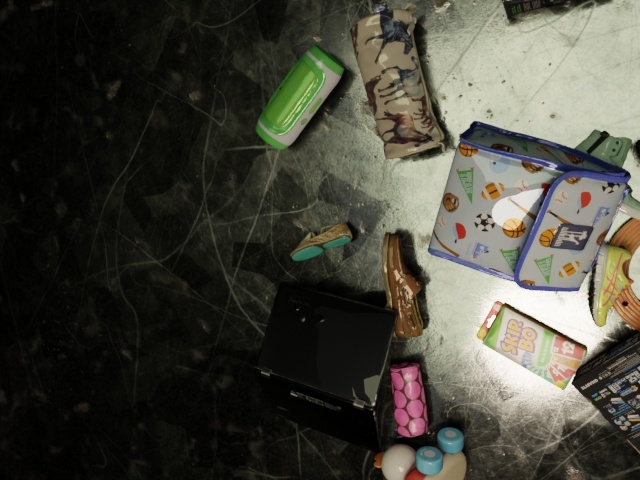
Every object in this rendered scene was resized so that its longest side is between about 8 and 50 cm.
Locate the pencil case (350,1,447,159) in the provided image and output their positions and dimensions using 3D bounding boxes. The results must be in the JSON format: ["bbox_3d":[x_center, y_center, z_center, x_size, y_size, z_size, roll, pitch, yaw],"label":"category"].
[{"bbox_3d":[0.211,-0.412,1.540,0.183,0.160,0.410,-16,89,38],"label":"pencil case"}]

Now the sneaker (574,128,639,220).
[{"bbox_3d":[0.721,-0.161,1.382,0.256,0.094,0.151,44,110,22],"label":"sneaker"}]

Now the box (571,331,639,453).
[{"bbox_3d":[0.816,0.369,1.373,0.293,0.073,0.295,45,132,10],"label":"box"}]

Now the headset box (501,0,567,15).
[{"bbox_3d":[0.550,-0.705,1.384,0.283,0.131,0.246,-5,93,23],"label":"headset box"}]

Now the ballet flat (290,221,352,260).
[{"bbox_3d":[0.000,0.000,1.730,0.206,0.073,0.067,-20,61,20],"label":"ballet flat"}]

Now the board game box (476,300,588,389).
[{"bbox_3d":[0.557,0.276,1.541,0.259,0.039,0.124,30,105,20],"label":"board game box"}]

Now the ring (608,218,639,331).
[{"bbox_3d":[0.865,0.079,1.394,0.336,0.032,0.337,2,96,23],"label":"ring"}]

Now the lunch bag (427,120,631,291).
[{"bbox_3d":[0.492,-0.073,1.396,0.385,0.239,0.328,21,121,16],"label":"lunch bag"}]

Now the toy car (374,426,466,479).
[{"bbox_3d":[0.266,0.633,1.632,0.238,0.210,0.219,13,114,41],"label":"toy car"}]

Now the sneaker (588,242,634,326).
[{"bbox_3d":[0.708,0.113,1.405,0.094,0.081,0.209,6,100,16],"label":"sneaker"}]

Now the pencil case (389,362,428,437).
[{"bbox_3d":[0.248,0.454,1.658,0.098,0.095,0.209,-3,93,50],"label":"pencil case"}]

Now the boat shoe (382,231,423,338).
[{"bbox_3d":[0.235,0.124,1.624,0.104,0.111,0.307,-2,105,19],"label":"boat shoe"}]

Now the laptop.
[{"bbox_3d":[0.029,0.380,1.724,0.382,0.236,0.408,13,138,25],"label":"laptop"}]

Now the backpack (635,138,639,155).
[{"bbox_3d":[0.841,-0.218,1.327,0.182,0.115,0.152,-31,95,21],"label":"backpack"}]

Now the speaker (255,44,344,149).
[{"bbox_3d":[-0.063,-0.410,1.671,0.131,0.131,0.296,44,110,12],"label":"speaker"}]
